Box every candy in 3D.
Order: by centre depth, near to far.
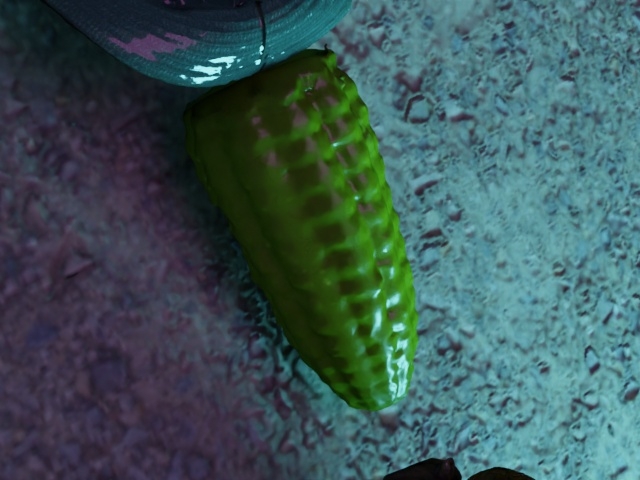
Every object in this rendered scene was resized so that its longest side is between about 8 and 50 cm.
[{"bbox_3d":[0.000,0.000,0.914,0.097,0.096,0.209,-36,114,-37],"label":"candy"}]

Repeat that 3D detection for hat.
[{"bbox_3d":[-0.069,-0.133,0.869,0.191,0.078,0.138,-32,69,-34],"label":"hat"}]

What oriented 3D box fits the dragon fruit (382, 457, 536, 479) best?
[{"bbox_3d":[0.102,0.244,0.840,0.269,0.291,0.250,28,62,-36],"label":"dragon fruit"}]
